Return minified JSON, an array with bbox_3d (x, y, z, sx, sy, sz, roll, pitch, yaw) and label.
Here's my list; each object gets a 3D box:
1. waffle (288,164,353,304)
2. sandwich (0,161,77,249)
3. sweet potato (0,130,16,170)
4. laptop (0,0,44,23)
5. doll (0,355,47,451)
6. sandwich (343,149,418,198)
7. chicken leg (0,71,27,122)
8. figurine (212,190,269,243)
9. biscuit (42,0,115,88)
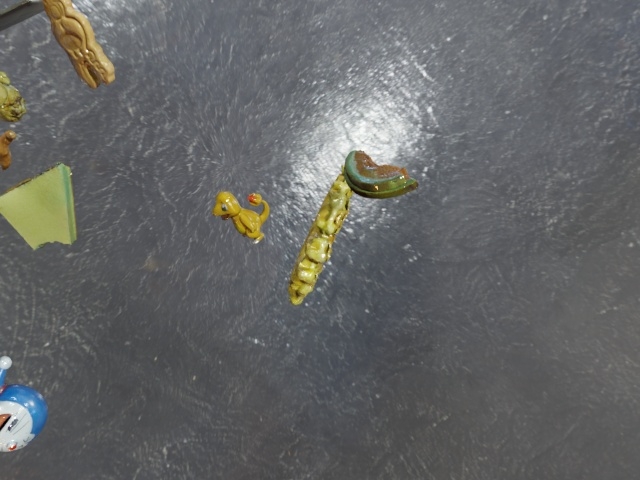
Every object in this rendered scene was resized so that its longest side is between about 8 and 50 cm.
[{"bbox_3d":[-0.002,-0.001,1.026,0.051,0.291,0.291,25,93,-2],"label":"waffle"},{"bbox_3d":[-0.739,-0.083,1.518,0.244,0.063,0.212,-21,119,17],"label":"sandwich"},{"bbox_3d":[-0.758,-0.217,1.314,0.044,0.179,0.044,15,59,-26],"label":"sweet potato"},{"bbox_3d":[-0.782,-0.547,1.363,0.268,0.188,0.015,-19,112,11],"label":"laptop"},{"bbox_3d":[-0.802,0.404,1.354,0.256,0.161,0.215,41,89,-16],"label":"doll"},{"bbox_3d":[0.079,-0.094,0.798,0.067,0.135,0.029,-46,134,-21],"label":"sandwich"},{"bbox_3d":[-0.827,-0.387,1.361,0.088,0.103,0.228,-56,133,-29],"label":"chicken leg"},{"bbox_3d":[-0.212,-0.084,1.510,0.122,0.121,0.176,-52,131,-3],"label":"figurine"},{"bbox_3d":[-0.582,-0.479,1.310,0.040,0.143,0.236,-56,131,-40],"label":"biscuit"}]
